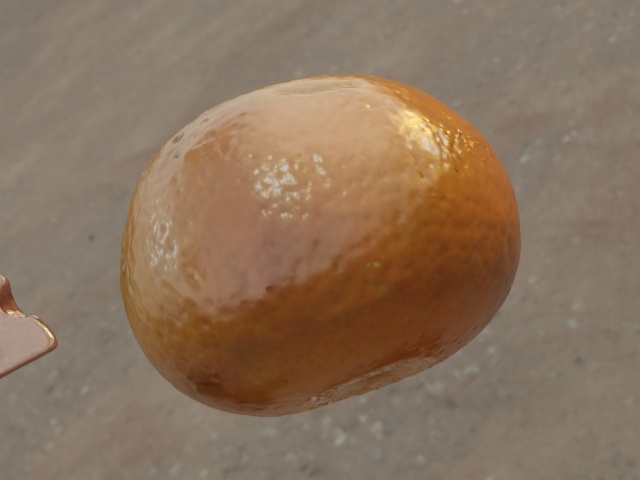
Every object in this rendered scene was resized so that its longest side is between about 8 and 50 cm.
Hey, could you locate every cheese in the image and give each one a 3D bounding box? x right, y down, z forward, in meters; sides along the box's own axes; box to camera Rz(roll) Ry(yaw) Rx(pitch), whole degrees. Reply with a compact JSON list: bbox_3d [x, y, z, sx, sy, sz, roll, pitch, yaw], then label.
[{"bbox_3d":[-0.365,0.060,1.412,0.128,0.177,0.203,-29,4,-35],"label":"cheese"}]

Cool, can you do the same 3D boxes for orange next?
[{"bbox_3d":[0.000,-0.002,0.815,0.224,0.170,0.224,-21,-11,-4],"label":"orange"}]
